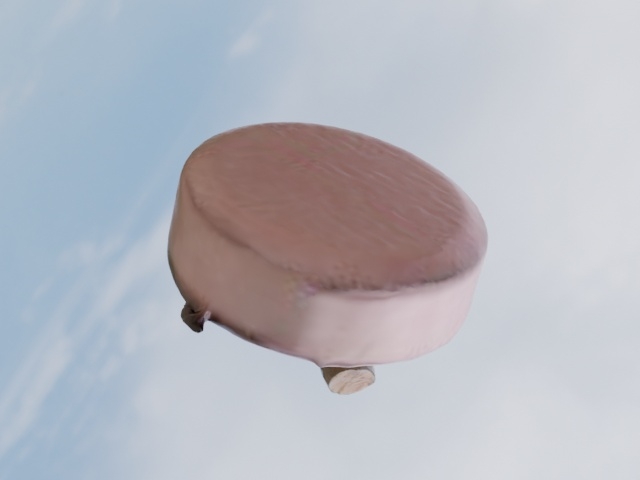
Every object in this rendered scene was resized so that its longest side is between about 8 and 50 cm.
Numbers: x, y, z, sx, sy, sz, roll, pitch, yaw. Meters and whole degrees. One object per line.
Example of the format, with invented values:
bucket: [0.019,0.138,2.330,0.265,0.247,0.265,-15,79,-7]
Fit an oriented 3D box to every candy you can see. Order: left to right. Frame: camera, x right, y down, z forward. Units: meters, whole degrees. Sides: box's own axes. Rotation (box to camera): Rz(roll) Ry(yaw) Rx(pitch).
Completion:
candy: [0.000,0.000,1.137,0.255,0.255,0.094,-100,-159,-58]

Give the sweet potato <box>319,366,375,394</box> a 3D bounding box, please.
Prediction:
sweet potato: [0.000,0.025,1.462,0.067,0.059,0.281,-25,-128,18]
